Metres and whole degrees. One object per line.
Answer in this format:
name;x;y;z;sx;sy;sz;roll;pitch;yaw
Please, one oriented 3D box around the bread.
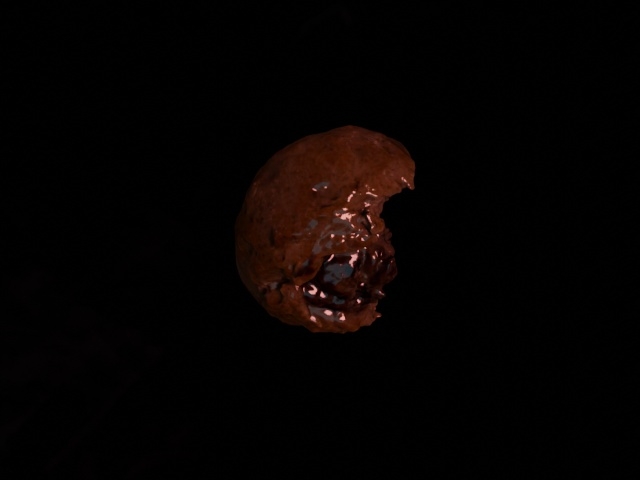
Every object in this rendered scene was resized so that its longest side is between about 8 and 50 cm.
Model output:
bread;0.000;0.000;0.837;0.082;0.060;0.113;-3;132;-13
